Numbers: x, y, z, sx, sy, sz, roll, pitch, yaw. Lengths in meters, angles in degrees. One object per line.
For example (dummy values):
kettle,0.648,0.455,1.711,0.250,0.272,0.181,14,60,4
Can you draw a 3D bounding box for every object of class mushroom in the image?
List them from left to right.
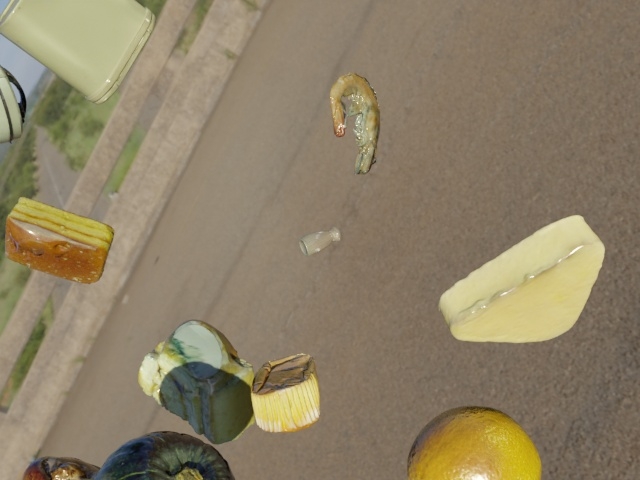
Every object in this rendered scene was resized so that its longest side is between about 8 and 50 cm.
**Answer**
mushroom,-0.636,0.641,1.667,0.253,0.253,0.153,10,78,64

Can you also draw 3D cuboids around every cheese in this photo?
cheese,0.503,0.136,1.543,0.384,0.384,0.104,-48,45,28

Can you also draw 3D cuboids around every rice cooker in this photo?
rice cooker,-0.896,-0.352,1.694,0.226,0.244,0.226,38,138,45

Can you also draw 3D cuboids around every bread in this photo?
bread,-0.633,0.011,1.581,0.184,0.234,0.110,125,157,-47
bread,-0.370,0.438,2.099,0.239,0.395,0.264,-41,-21,-45
bread,-0.097,0.452,1.898,0.288,0.204,0.156,-134,32,-79

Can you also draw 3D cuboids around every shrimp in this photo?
shrimp,0.082,-0.284,1.550,0.058,0.173,0.253,-12,64,43

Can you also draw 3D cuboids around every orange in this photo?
orange,0.276,0.411,1.178,0.236,0.236,0.236,-43,32,35

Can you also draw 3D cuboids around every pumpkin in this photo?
pumpkin,-0.328,0.560,1.373,0.241,0.323,0.323,-58,25,22

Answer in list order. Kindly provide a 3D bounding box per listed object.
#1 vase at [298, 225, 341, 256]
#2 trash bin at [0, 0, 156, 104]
vase,0.000,0.000,1.663,0.101,0.053,0.053,-22,17,-19
trash bin,-0.503,-0.453,1.362,0.121,0.247,0.243,15,73,49
